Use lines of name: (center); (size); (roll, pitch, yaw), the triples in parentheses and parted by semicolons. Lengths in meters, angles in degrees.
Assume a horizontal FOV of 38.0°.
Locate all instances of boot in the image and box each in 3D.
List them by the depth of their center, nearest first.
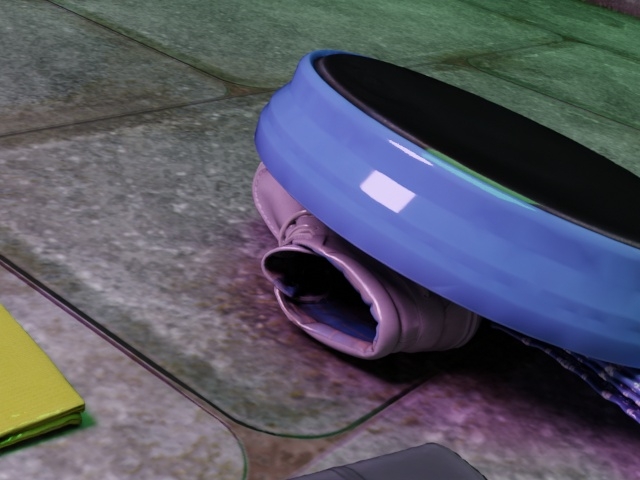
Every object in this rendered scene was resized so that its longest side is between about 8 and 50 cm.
boot: (0.000, 0.000, 0.720); (0.123, 0.095, 0.258); (-4, 30, -45)

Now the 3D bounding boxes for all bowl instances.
bowl: (0.142, -0.042, 0.729); (0.391, 0.077, 0.391); (22, 19, -8)

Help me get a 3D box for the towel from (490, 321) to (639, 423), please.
towel: (0.299, 0.126, 0.646); (0.243, 0.040, 0.336); (5, 25, -40)

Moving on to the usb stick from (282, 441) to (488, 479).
usb stick: (-0.029, 0.153, 0.455); (0.278, 0.045, 0.077); (-5, 31, -32)

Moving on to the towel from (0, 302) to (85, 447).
towel: (-0.250, 0.059, 0.583); (0.102, 0.021, 0.237); (-18, 40, -38)
